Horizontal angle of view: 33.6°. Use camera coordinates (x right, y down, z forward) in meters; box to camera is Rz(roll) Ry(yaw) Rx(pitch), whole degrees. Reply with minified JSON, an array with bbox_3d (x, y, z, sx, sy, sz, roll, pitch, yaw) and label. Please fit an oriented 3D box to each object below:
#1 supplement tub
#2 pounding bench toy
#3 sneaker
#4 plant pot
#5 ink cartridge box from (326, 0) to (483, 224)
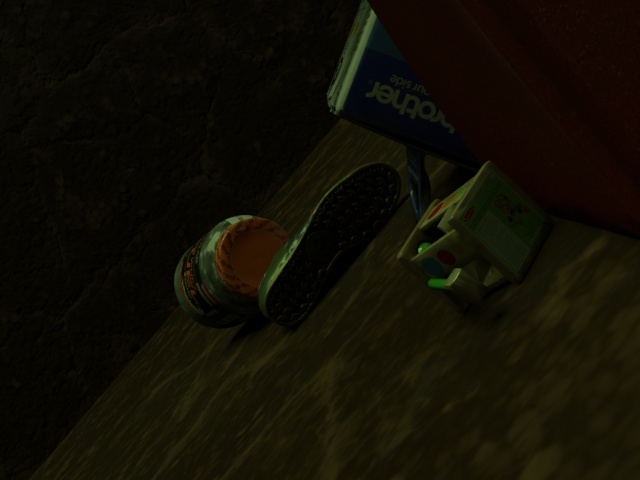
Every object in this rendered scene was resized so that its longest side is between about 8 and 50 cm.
[{"bbox_3d":[-0.099,0.037,1.251,0.117,0.117,0.190,-51,7,-22],"label":"supplement tub"},{"bbox_3d":[0.078,0.010,0.595,0.083,0.052,0.065,-53,9,-37],"label":"pounding bench toy"},{"bbox_3d":[0.000,0.000,1.061,0.192,0.064,0.086,-52,13,-9],"label":"sneaker"},{"bbox_3d":[0.140,-0.185,0.545,0.267,0.235,0.267,-48,8,1],"label":"plant pot"},{"bbox_3d":[0.117,-0.202,0.809,0.270,0.151,0.396,-93,26,-80],"label":"ink cartridge box"}]
